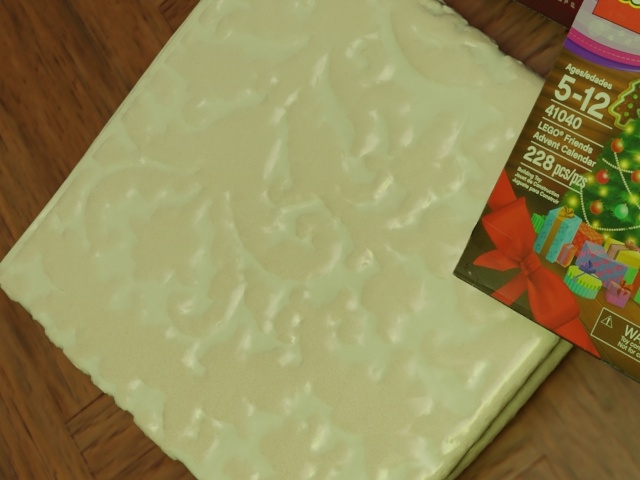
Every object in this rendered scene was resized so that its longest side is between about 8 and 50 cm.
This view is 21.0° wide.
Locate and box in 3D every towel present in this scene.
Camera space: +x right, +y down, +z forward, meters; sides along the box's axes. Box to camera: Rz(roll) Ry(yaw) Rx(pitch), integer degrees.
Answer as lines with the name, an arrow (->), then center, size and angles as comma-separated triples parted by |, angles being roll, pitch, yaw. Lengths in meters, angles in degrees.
towel -> 0.000, 0.000, 1.032 | 0.332, 0.053, 0.317 | 42, 97, 28

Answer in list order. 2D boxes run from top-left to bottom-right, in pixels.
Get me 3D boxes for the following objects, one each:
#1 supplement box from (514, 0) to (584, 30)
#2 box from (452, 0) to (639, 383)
supplement box -> 0.196, -0.164, 0.938 | 0.239, 0.073, 0.130 | 34, 122, 31
box -> 0.227, -0.005, 0.825 | 0.293, 0.057, 0.201 | 30, 100, 32
